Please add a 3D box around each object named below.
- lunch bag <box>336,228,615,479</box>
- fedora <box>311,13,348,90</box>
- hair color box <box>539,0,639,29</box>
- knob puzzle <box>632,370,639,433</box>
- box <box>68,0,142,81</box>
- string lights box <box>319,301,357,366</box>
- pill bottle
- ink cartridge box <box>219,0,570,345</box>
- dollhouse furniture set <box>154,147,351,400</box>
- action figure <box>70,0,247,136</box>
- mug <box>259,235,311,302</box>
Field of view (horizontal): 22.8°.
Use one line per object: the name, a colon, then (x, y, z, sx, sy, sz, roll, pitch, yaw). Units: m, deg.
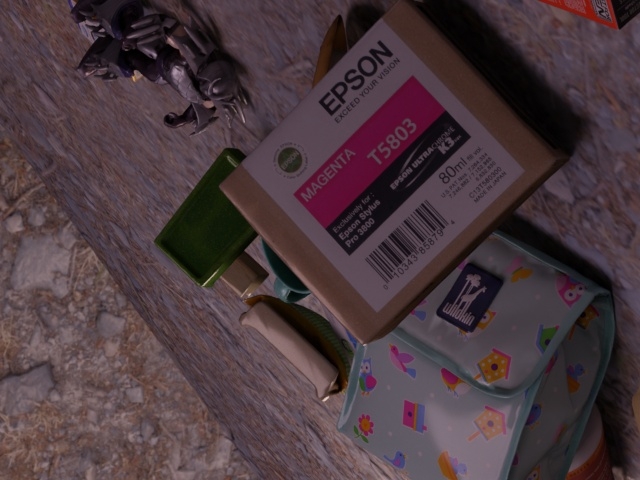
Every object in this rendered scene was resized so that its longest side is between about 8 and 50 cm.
lunch bag: (0.152, 0.113, 1.544, 0.223, 0.160, 0.262, 31, 120, 35)
fedora: (0.035, -0.121, 1.510, 0.079, 0.194, 0.194, 9, 154, 6)
hair color box: (0.171, -0.196, 1.079, 0.141, 0.072, 0.043, 31, 154, 46)
knob puzzle: (0.334, 0.155, 1.339, 0.213, 0.030, 0.213, 8, 99, 62)
box: (-0.291, -0.283, 2.151, 0.136, 0.028, 0.081, 45, 162, 26)
string lights box: (0.116, 0.108, 1.799, 0.259, 0.076, 0.133, 15, 137, 54)
pill bottle: (0.256, 0.256, 1.720, 0.121, 0.121, 0.216, 36, 158, 39)
ink cartridge box: (0.062, -0.059, 1.356, 0.193, 0.235, 0.088, 46, -166, 8)
dollhouse furniture set: (-0.029, 0.044, 1.971, 0.301, 0.151, 0.197, 43, -171, 11)
action figure: (-0.193, -0.216, 1.927, 0.285, 0.099, 0.185, 30, 149, 43)
mug: (-0.001, -0.009, 1.807, 0.157, 0.097, 0.129, -24, 83, 54)
